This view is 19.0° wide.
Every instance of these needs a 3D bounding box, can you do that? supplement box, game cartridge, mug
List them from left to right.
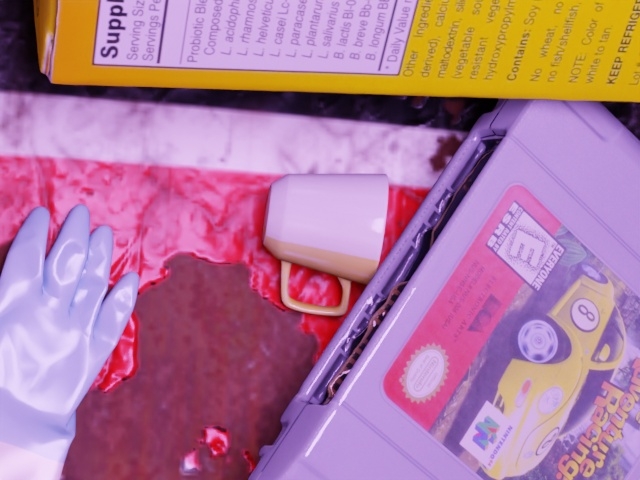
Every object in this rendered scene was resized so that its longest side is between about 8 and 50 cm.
[{"bbox_3d":[0.001,-0.003,1.054,0.064,0.062,0.078,8,73,-5],"label":"mug"},{"bbox_3d":[0.034,-0.208,0.987,0.356,0.194,0.195,1,43,-14],"label":"supplement box"},{"bbox_3d":[0.110,0.070,1.048,0.196,0.060,0.294,42,72,-26],"label":"game cartridge"}]

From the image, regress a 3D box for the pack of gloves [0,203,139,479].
[{"bbox_3d":[-0.209,0.064,0.997,0.195,0.046,0.232,21,77,-9],"label":"pack of gloves"}]
